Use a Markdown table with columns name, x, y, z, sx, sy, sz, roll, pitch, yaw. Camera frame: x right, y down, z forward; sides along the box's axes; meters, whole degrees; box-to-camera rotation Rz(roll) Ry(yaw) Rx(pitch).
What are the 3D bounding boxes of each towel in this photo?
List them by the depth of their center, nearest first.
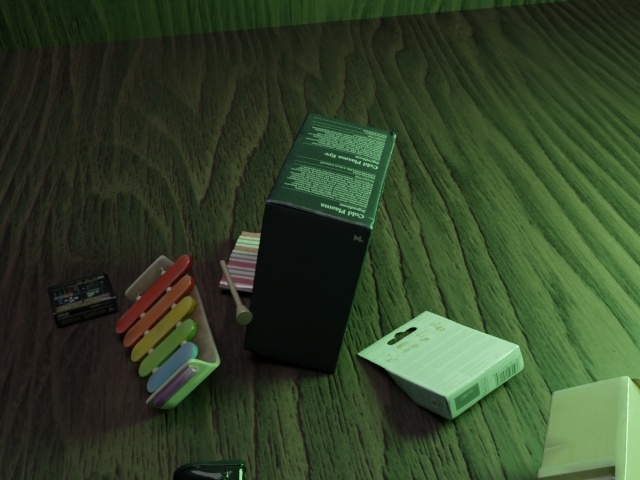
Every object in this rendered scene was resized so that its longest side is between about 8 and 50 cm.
| name | x | y | z | sx | sy | sz | roll | pitch | yaw |
| --- | --- | --- | --- | --- | --- | --- | --- | --- | --- |
| towel | -0.120 | 0.051 | 1.632 | 0.144 | 0.029 | 0.197 | 7 | 37 | 7 |

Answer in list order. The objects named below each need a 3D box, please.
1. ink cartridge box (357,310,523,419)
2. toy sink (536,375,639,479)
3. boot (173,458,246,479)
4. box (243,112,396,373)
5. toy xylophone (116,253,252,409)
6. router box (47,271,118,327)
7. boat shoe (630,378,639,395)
| name | x | y | z | sx | sy | sz | roll | pitch | yaw |
| --- | --- | --- | --- | --- | --- | --- | --- | --- | --- |
| ink cartridge box | 0.212 | 0.217 | 1.385 | 0.189 | 0.066 | 0.232 | -27 | 22 | -30 |
| toy sink | 0.395 | 0.333 | 1.081 | 0.131 | 0.153 | 0.234 | -22 | 23 | 33 |
| boot | -0.161 | 0.382 | 1.161 | 0.121 | 0.045 | 0.099 | -5 | 39 | -6 |
| box | 0.000 | 0.000 | 1.408 | 0.178 | 0.343 | 0.312 | 14 | 37 | 3 |
| toy xylophone | -0.248 | 0.144 | 1.381 | 0.236 | 0.081 | 0.323 | -49 | 37 | 5 |
| router box | -0.473 | 0.117 | 1.542 | 0.122 | 0.038 | 0.092 | -15 | 38 | -18 |
| boat shoe | 0.543 | 0.304 | 1.219 | 0.073 | 0.073 | 0.207 | -5 | 43 | -8 |
